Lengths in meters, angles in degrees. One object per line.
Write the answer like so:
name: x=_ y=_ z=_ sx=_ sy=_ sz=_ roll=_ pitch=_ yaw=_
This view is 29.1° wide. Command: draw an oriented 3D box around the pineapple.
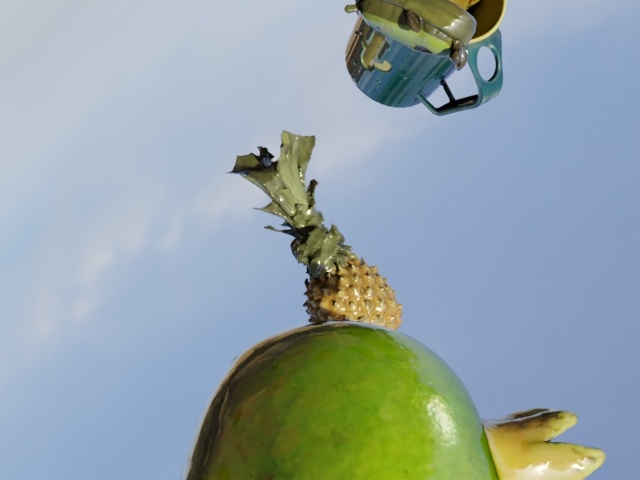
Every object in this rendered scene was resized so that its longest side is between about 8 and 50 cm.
pineapple: x=0.000 y=0.000 z=1.494 sx=0.130 sy=0.277 sz=0.119 roll=-34 pitch=-171 yaw=-32

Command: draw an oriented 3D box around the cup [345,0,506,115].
cup: x=0.110 y=-0.201 z=1.254 sx=0.131 sy=0.177 sz=0.155 roll=-28 pitch=170 yaw=-26

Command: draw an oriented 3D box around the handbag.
handbag: x=0.076 y=-0.183 z=1.014 sx=0.047 sy=0.111 sz=0.072 roll=-64 pitch=166 yaw=3

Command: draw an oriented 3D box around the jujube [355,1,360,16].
jujube: x=0.082 y=-0.317 z=1.680 sx=0.077 sy=0.077 sz=0.129 roll=-30 pitch=-151 yaw=26

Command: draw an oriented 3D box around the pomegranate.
pomegranate: x=0.066 y=0.205 z=0.989 sx=0.358 sy=0.310 sz=0.216 roll=-10 pitch=169 yaw=-12
